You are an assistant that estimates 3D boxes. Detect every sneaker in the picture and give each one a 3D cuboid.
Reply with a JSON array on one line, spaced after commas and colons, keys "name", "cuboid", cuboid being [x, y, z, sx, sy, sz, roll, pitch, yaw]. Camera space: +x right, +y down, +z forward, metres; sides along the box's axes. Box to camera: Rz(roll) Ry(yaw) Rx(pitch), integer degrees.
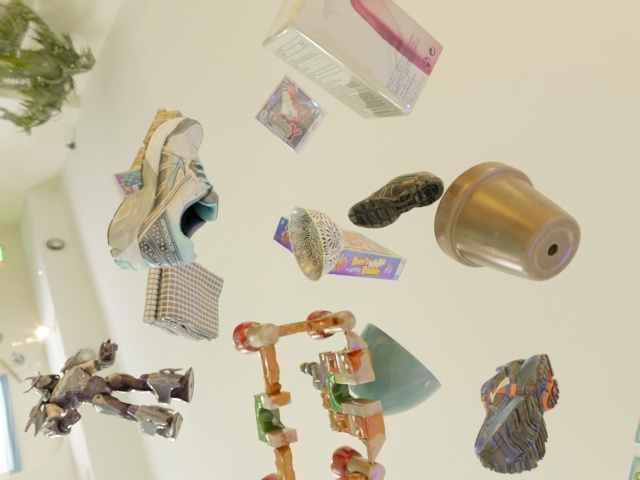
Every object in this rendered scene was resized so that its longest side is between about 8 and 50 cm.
[{"name": "sneaker", "cuboid": [0.262, 0.238, 0.573, 0.087, 0.221, 0.083, -24, -91, 44]}, {"name": "sneaker", "cuboid": [-0.210, -0.075, 0.641, 0.110, 0.122, 0.282, 90, 6, -59]}, {"name": "sneaker", "cuboid": [0.203, -0.114, 1.136, 0.268, 0.101, 0.106, -19, -147, 13]}]

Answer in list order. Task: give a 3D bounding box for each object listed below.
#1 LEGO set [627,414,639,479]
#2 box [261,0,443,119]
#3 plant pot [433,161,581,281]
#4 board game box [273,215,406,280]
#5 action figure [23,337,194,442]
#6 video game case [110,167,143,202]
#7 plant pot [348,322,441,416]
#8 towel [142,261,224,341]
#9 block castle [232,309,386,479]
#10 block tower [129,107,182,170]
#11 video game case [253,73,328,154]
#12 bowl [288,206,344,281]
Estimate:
[{"name": "LEGO set", "cuboid": [0.499, 0.257, 0.525, 0.182, 0.060, 0.244, -62, -179, -16]}, {"name": "box", "cuboid": [0.049, -0.310, 0.659, 0.126, 0.233, 0.149, -63, -153, 0]}, {"name": "plant pot", "cuboid": [0.428, -0.026, 0.923, 0.229, 0.263, 0.262, -132, -129, -59]}, {"name": "board game box", "cuboid": [0.065, 0.028, 1.251, 0.233, 0.347, 0.077, 32, -74, 43]}, {"name": "action figure", "cuboid": [-0.376, 0.264, 0.726, 0.185, 0.286, 0.099, -82, -178, -45]}, {"name": "video game case", "cuboid": [-0.367, -0.091, 0.928, 0.019, 0.143, 0.157, -15, -81, 51]}, {"name": "plant pot", "cuboid": [0.198, 0.426, 1.286, 0.195, 0.290, 0.290, -47, -131, -10]}, {"name": "towel", "cuboid": [-0.425, 0.186, 1.324, 0.122, 0.283, 0.234, -19, -122, 15]}, {"name": "block castle", "cuboid": [-0.036, 0.407, 1.040, 0.213, 0.303, 0.452, -28, -110, 57]}, {"name": "block tower", "cuboid": [-0.547, -0.306, 1.409, 0.097, 0.091, 0.335, -1, -121, 13]}, {"name": "video game case", "cuboid": [-0.095, -0.422, 1.394, 0.183, 0.201, 0.023, -54, -148, 1]}, {"name": "bowl", "cuboid": [0.000, 0.000, 0.908, 0.170, 0.080, 0.169, 40, -42, 51]}]
